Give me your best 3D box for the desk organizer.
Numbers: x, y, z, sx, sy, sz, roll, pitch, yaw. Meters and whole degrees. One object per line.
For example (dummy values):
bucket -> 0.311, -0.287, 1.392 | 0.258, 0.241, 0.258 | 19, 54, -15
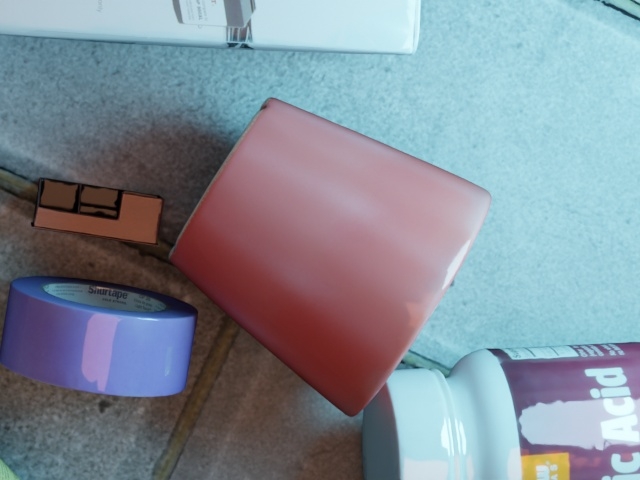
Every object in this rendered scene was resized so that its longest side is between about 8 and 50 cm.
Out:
desk organizer -> -0.228, -0.029, 1.787 | 0.130, 0.047, 0.050 | 9, 94, -11

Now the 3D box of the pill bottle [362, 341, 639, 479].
pill bottle -> 0.252, 0.219, 1.816 | 0.392, 0.224, 0.224 | -2, 99, -10

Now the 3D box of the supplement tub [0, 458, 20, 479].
supplement tub -> -0.407, 0.281, 1.675 | 0.241, 0.241, 0.331 | -38, 120, -3

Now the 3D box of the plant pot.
plant pot -> 0.000, 0.000, 1.733 | 0.243, 0.275, 0.275 | 33, 91, -2

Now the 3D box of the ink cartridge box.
ink cartridge box -> -0.123, -0.266, 1.648 | 0.395, 0.285, 0.166 | 2, 97, -11

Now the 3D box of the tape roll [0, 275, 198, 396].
tape roll -> -0.220, 0.094, 1.733 | 0.189, 0.189, 0.080 | 9, 97, -11
